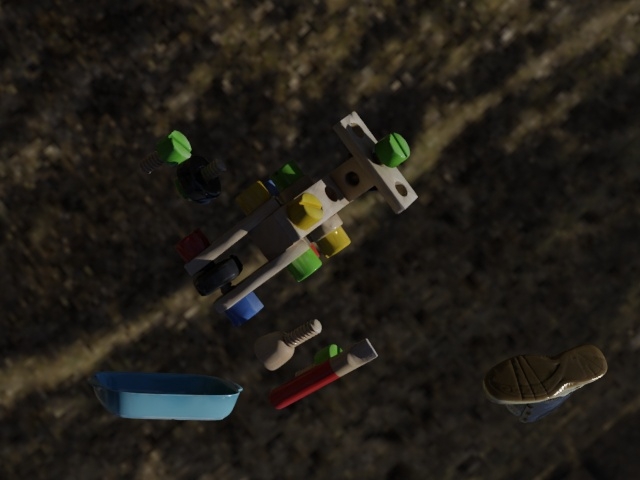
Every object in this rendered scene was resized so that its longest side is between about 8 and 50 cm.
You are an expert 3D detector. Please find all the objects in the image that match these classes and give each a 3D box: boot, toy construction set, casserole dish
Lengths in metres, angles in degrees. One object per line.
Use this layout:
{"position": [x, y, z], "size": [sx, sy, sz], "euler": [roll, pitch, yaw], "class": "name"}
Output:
{"position": [0.322, 0.234, 2.237], "size": [0.213, 0.077, 0.165], "euler": [-11, 158, -26], "class": "boot"}
{"position": [0.000, 0.000, 1.594], "size": [0.237, 0.308, 0.257], "euler": [-30, 160, 27], "class": "toy construction set"}
{"position": [-0.185, 0.185, 1.707], "size": [0.188, 0.114, 0.037], "euler": [4, 97, -23], "class": "casserole dish"}
